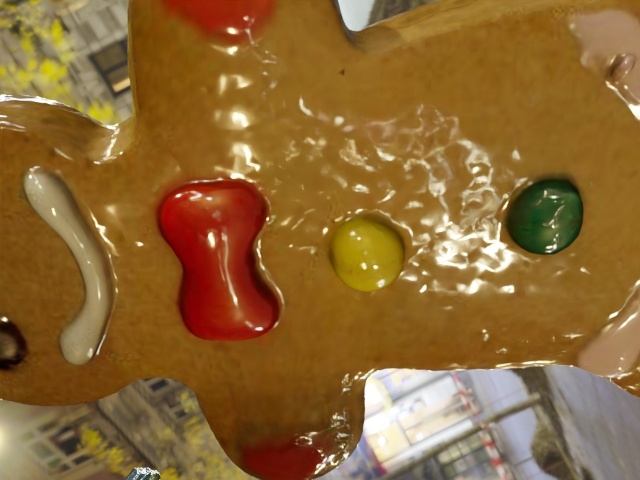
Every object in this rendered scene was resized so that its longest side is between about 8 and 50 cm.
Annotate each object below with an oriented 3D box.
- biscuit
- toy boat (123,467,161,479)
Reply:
[{"bbox_3d":[0.000,0.000,0.364,0.064,0.432,0.283,-100,4,-65],"label":"biscuit"},{"bbox_3d":[-0.174,0.240,0.730,0.038,0.083,0.038,40,170,8],"label":"toy boat"}]
